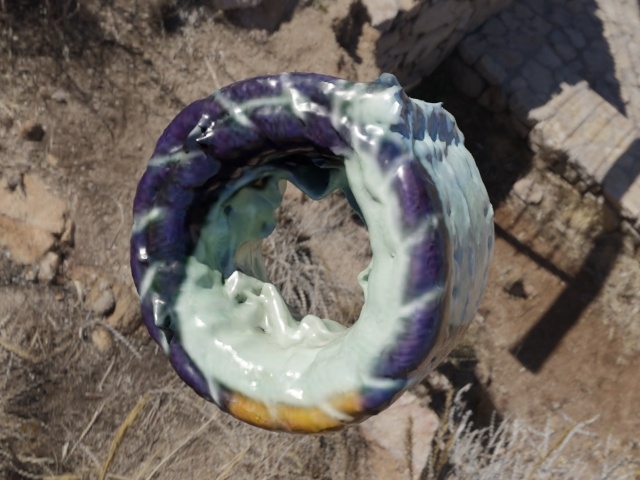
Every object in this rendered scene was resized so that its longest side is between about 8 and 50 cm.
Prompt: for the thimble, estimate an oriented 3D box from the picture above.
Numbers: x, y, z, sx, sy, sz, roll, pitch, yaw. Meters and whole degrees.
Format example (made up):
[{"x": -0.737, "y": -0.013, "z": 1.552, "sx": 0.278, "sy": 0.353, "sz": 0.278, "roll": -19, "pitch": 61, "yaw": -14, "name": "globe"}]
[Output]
[{"x": 0.000, "y": 0.000, "z": 0.524, "sx": 0.237, "sy": 0.237, "sz": 0.150, "roll": 50, "pitch": 21, "yaw": 13, "name": "thimble"}]
